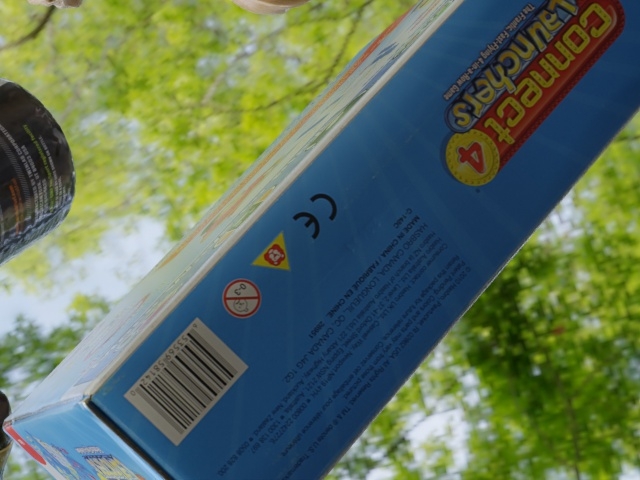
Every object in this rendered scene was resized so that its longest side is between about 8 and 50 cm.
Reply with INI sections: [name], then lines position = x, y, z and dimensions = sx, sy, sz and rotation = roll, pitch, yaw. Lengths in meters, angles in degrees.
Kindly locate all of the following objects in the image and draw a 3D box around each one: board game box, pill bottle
[board game box]
position = 0.000, 0.000, 0.713
dimensions = 0.086, 0.302, 0.308
rotation = 45, -108, -6
[pill bottle]
position = -0.282, -0.012, 0.997
dimensions = 0.130, 0.130, 0.246
rotation = 58, -143, -7

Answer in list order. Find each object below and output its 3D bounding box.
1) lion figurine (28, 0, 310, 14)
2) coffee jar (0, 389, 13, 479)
[lion figurine]
position = -0.131, -0.323, 1.636
dimensions = 0.392, 0.142, 0.240
rotation = 12, -127, 8
[coffee jar]
position = -0.268, 0.190, 1.071
dimensions = 0.096, 0.079, 0.184
rotation = -17, -59, -43
